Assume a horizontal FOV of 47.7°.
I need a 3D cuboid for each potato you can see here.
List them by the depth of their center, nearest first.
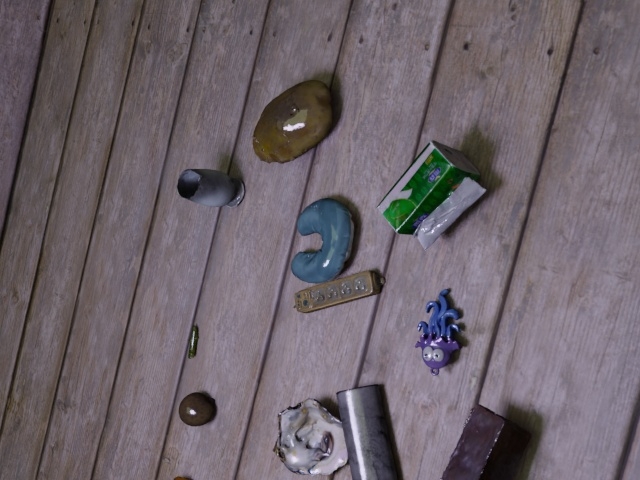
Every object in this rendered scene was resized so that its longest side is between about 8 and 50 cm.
[{"bbox_3d":[-0.084,-0.323,2.024,0.296,0.141,0.191,-37,59,33],"label":"potato"}]

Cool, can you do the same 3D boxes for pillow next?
[{"bbox_3d":[0.000,0.000,1.946,0.214,0.086,0.233,0,82,45],"label":"pillow"}]

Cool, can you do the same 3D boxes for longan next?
[{"bbox_3d":[-0.370,0.507,2.182,0.113,0.092,0.113,-8,43,8],"label":"longan"}]

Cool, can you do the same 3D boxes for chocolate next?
[{"bbox_3d":[0.327,0.520,1.538,0.112,0.112,0.321,21,85,62],"label":"chocolate"}]

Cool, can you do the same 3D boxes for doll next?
[{"bbox_3d":[0.276,0.214,1.698,0.110,0.067,0.205,-2,72,31],"label":"doll"}]

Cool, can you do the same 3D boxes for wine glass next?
[{"bbox_3d":[-0.324,-0.156,2.160,0.111,0.204,0.111,-5,82,35],"label":"wine glass"}]

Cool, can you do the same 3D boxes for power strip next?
[{"bbox_3d":[0.036,0.140,1.920,0.305,0.044,0.064,-19,73,37],"label":"power strip"}]

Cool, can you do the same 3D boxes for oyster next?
[{"bbox_3d":[-0.015,0.518,1.889,0.223,0.083,0.214,22,107,22],"label":"oyster"}]

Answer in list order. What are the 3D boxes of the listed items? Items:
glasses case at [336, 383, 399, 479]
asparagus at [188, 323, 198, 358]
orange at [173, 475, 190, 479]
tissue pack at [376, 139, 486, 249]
[{"bbox_3d":[0.118,0.509,1.774,0.114,0.060,0.299,-13,73,10],"label":"glasses case"},{"bbox_3d":[-0.398,0.317,2.274,0.025,0.021,0.108,5,87,36],"label":"asparagus"},{"bbox_3d":[-0.417,0.759,2.202,0.086,0.062,0.086,178,90,-80],"label":"orange"},{"bbox_3d":[0.268,-0.099,1.691,0.209,0.148,0.156,-50,56,22],"label":"tissue pack"}]
